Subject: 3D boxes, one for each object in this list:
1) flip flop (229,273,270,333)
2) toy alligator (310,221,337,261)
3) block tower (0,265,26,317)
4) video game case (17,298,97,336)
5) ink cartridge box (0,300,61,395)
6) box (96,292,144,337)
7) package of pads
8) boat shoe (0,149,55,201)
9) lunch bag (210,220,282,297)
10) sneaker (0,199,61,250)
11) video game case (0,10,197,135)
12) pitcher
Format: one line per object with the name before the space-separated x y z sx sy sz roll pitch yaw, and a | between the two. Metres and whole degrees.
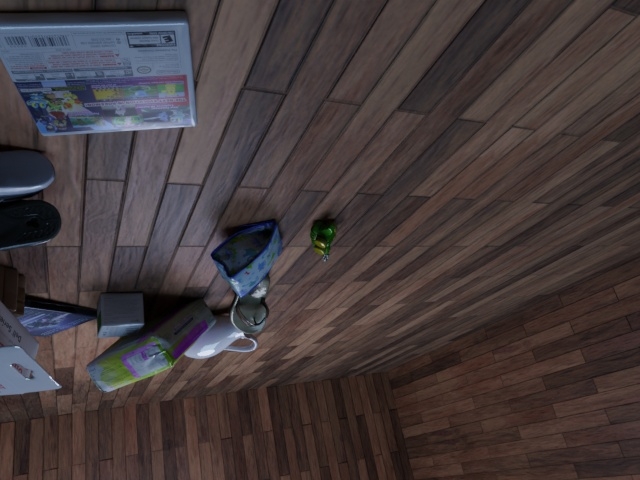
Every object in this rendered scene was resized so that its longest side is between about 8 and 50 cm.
flip flop | -0.183 0.186 1.388 0.112 0.080 0.277 -10 144 -23
toy alligator | 0.000 0.000 1.152 0.051 0.056 0.189 30 158 9
block tower | -0.767 0.153 1.067 0.336 0.097 0.091 -19 155 19
video game case | -0.725 0.192 1.247 0.196 0.026 0.274 -20 159 19
ink cartridge box | -0.691 0.205 0.959 0.354 0.119 0.207 -3 142 -3
box | -0.505 0.188 1.280 0.102 0.087 0.101 3 153 -29
package of pads | -0.461 0.287 1.383 0.297 0.101 0.229 -25 -169 27
boat shoe | -0.486 -0.081 0.681 0.229 0.080 0.076 -14 169 -40
lunch bag | -0.148 0.031 1.093 0.151 0.096 0.128 -38 161 -14
sneaker | -0.512 -0.014 0.748 0.228 0.087 0.130 -14 -171 -30
video game case | -0.256 -0.195 0.612 0.202 0.023 0.183 -7 156 -13
pitcher | -0.309 0.301 1.557 0.207 0.125 0.177 -19 124 3
